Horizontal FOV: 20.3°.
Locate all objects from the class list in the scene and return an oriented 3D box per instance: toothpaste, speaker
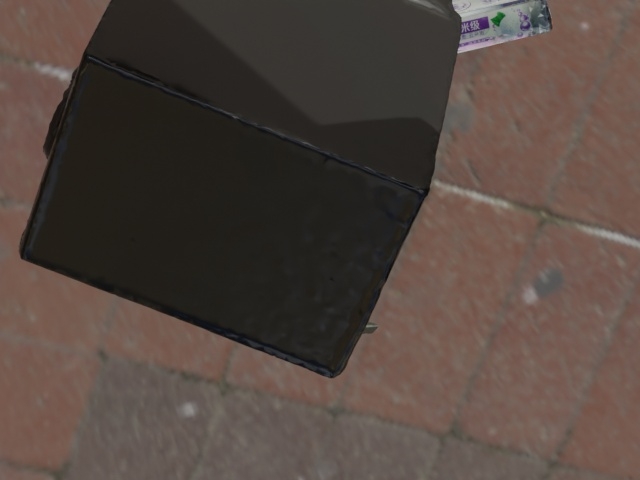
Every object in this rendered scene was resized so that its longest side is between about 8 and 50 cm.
[{"bbox_3d":[0.111,-0.195,1.637,0.196,0.047,0.040,-14,122,1],"label":"toothpaste"},{"bbox_3d":[-0.048,-0.079,1.191,0.232,0.254,0.184,21,128,-5],"label":"speaker"}]

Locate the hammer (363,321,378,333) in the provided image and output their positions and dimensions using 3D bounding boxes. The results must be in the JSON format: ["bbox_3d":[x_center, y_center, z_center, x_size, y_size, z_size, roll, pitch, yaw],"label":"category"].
[{"bbox_3d":[0.000,0.000,1.549,0.062,0.199,0.013,10,137,-31],"label":"hammer"}]
